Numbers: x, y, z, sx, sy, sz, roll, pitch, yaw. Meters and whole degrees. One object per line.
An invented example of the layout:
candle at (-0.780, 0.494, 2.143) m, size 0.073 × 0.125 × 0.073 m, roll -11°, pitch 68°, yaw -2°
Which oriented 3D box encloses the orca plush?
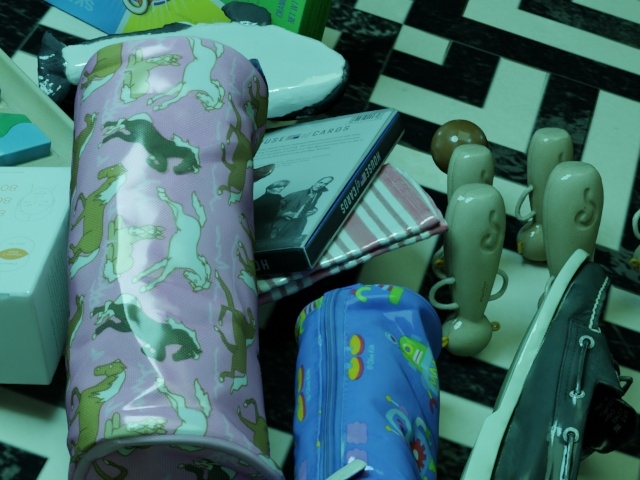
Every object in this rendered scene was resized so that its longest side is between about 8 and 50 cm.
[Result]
orca plush at (-0.117, -0.132, 1.770) m, size 0.287 × 0.102 × 0.151 m, roll -10°, pitch 55°, yaw -4°

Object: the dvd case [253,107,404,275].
dvd case at (-0.046, -0.038, 1.644) m, size 0.179 × 0.030 × 0.239 m, roll -7°, pitch 28°, yaw 28°

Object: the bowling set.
bowling set at (0.182, -0.016, 1.710) m, size 0.287 × 0.154 × 0.200 m, roll -10°, pitch 25°, yaw -28°

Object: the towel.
towel at (0.000, 0.000, 1.602) m, size 0.197 × 0.029 × 0.144 m, roll -22°, pitch 24°, yaw -5°

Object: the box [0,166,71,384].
box at (-0.258, 0.025, 1.483) m, size 0.130 × 0.091 × 0.170 m, roll 1°, pitch 37°, yaw 10°

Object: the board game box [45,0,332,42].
board game box at (-0.135, -0.290, 1.833) m, size 0.316 × 0.242 × 0.064 m, roll 28°, pitch 39°, yaw 17°

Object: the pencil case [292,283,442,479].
pencil case at (0.032, 0.155, 1.419) m, size 0.119 × 0.133 × 0.306 m, roll -15°, pitch 34°, yaw 14°

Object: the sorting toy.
sorting toy at (-0.334, -0.102, 1.673) m, size 0.208 × 0.038 × 0.193 m, roll -23°, pitch 52°, yaw -33°

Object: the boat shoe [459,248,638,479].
boat shoe at (0.193, 0.141, 1.497) m, size 0.113 × 0.127 × 0.340 m, roll 23°, pitch 39°, yaw 8°

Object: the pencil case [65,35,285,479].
pencil case at (-0.110, 0.030, 1.426) m, size 0.167 × 0.160 × 0.386 m, roll 7°, pitch 55°, yaw -13°
